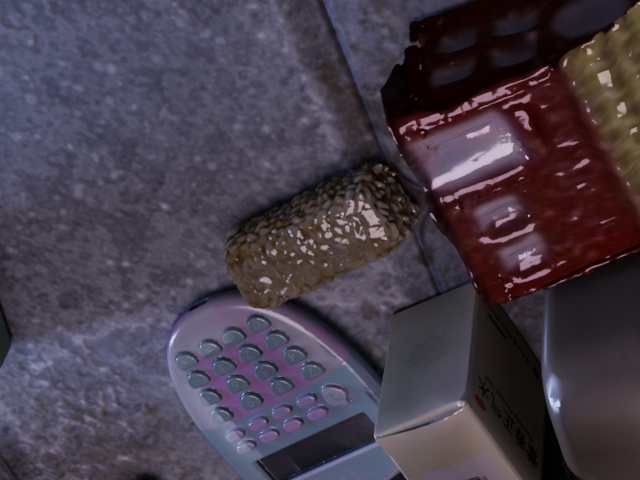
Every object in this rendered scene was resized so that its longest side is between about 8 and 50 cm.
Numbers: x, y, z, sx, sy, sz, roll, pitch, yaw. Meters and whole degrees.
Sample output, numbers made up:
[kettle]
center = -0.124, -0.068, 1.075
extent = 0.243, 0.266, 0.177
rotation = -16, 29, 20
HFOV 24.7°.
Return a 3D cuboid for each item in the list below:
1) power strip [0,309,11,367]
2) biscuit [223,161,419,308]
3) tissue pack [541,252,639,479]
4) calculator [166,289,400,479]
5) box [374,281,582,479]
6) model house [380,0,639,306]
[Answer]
[power strip]
center = -0.380, 0.114, 1.273
extent = 0.139, 0.224, 0.140
rotation = -1, 125, 11
[biscuit]
center = 0.000, 0.000, 1.220
extent = 0.168, 0.070, 0.082
rotation = -25, 109, 28
[tissue pack]
center = 0.349, 0.154, 1.143
extent = 0.276, 0.267, 0.387
rotation = -13, 121, 23
[calculator]
center = -0.019, 0.163, 1.360
extent = 0.185, 0.041, 0.299
rotation = -29, 114, 28
[box]
center = 0.143, 0.170, 1.255
extent = 0.095, 0.168, 0.212
rotation = -23, 119, 26
[model house]
center = 0.200, -0.096, 1.058
extent = 0.254, 0.160, 0.196
rotation = -20, 121, 20
